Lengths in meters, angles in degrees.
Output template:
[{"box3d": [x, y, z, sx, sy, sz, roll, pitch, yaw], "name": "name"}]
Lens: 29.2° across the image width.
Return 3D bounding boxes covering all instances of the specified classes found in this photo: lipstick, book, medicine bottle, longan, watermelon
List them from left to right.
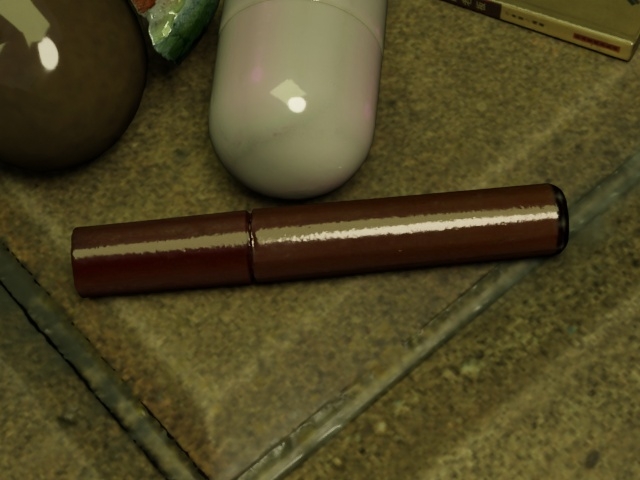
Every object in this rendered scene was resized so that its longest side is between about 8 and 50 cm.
[{"box3d": [-0.222, -0.141, 0.935, 0.189, 0.189, 0.189, -2, 59, 3], "name": "longan"}, {"box3d": [-0.127, -0.214, 0.955, 0.071, 0.139, 0.187, -38, 19, 8], "name": "watermelon"}, {"box3d": [-0.012, -0.187, 0.968, 0.130, 0.130, 0.341, 3, 60, 6], "name": "medicine bottle"}, {"box3d": [0.000, 0.000, 0.896, 0.356, 0.057, 0.057, -6, 58, 0], "name": "lipstick"}, {"box3d": [0.185, -0.251, 1.052, 0.231, 0.026, 0.161, 22, 63, 17], "name": "book"}]
